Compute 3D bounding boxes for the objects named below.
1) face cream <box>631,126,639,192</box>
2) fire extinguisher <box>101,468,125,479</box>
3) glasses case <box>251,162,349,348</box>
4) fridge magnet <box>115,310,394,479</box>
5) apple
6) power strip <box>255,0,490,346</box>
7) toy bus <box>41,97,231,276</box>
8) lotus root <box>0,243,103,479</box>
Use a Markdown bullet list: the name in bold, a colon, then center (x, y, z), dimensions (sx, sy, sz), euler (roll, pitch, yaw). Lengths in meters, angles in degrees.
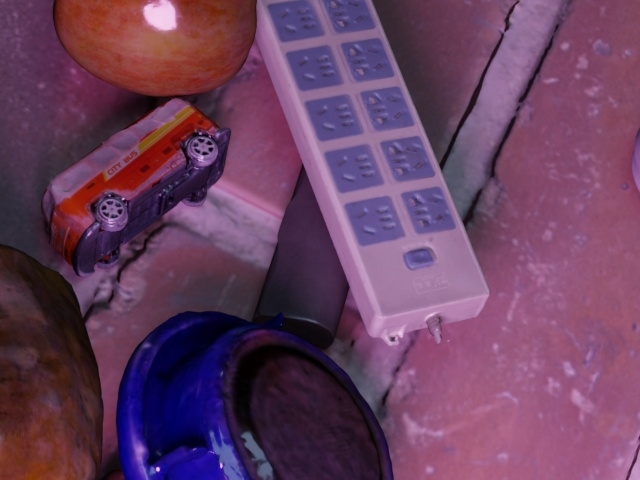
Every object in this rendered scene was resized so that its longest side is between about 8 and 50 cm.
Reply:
- **face cream**: center (0.347, -0.080, 1.806), dimensions (0.117, 0.104, 0.117), euler (8, 59, -14)
- **fire extinguisher**: center (-0.199, 0.271, 1.464), dimensions (0.099, 0.071, 0.231), euler (28, 58, 12)
- **glasses case**: center (0.000, -0.001, 1.692), dimensions (0.072, 0.042, 0.190), euler (17, 58, 0)
- **fridge magnet**: center (-0.042, 0.169, 1.507), dimensions (0.265, 0.113, 0.265), euler (33, 39, -32)
- **apple**: center (-0.138, -0.216, 1.677), dimensions (0.174, 0.188, 0.188), euler (6, 61, -8)
- **power strip**: center (0.041, -0.071, 1.689), dimensions (0.106, 0.043, 0.367), euler (-12, 64, -18)
- **toy bus**: center (-0.157, -0.047, 1.646), dimensions (0.174, 0.079, 0.077), euler (-37, 72, -29)
- **lotus root**: center (-0.269, 0.136, 1.374), dimensions (0.267, 0.149, 0.260), euler (7, 48, -31)
